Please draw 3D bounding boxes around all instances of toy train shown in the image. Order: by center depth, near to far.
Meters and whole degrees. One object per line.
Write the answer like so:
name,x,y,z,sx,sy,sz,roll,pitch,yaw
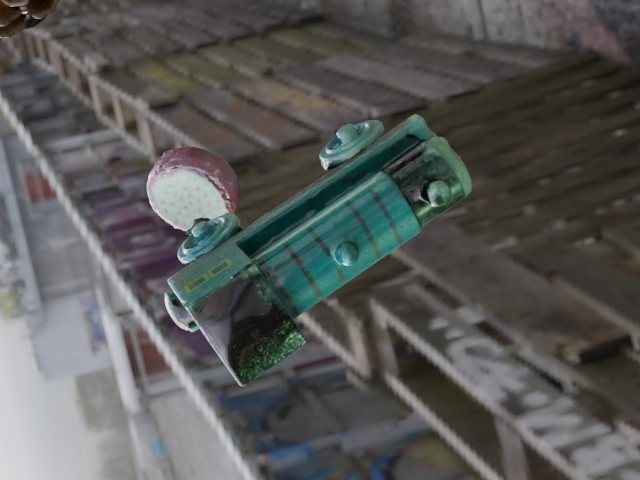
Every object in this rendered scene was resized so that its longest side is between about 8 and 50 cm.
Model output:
toy train,0.000,0.000,1.341,0.120,0.298,0.194,57,174,-18

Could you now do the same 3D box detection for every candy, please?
candy,-0.139,-0.055,1.634,0.043,0.103,0.103,-68,-18,-47

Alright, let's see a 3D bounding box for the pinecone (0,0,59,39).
pinecone,-0.343,-0.290,1.529,0.205,0.184,0.179,2,73,38
